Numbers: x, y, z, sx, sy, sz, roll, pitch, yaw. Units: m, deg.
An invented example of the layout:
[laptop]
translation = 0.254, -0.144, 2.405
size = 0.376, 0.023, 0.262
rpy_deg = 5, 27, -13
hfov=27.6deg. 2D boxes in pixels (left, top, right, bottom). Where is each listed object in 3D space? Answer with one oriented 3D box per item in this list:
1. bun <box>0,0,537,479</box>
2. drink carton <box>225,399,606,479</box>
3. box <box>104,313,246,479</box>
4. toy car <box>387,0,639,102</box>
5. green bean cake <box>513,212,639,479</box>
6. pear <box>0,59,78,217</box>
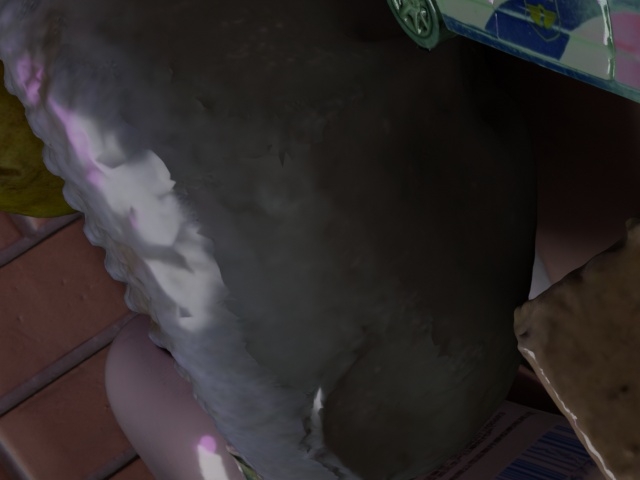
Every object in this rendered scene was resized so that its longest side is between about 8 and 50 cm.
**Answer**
[bun]
translation = -0.018, -0.050, 0.598
size = 0.354, 0.194, 0.354
rpy_deg = 59, 178, 4
[drink carton]
translation = 0.097, 0.205, 0.854
size = 0.324, 0.132, 0.194
rpy_deg = 7, 128, 57
[box]
translation = -0.043, 0.220, 1.142
size = 0.289, 0.141, 0.349
rpy_deg = 22, 146, 56
[toy car]
translation = 0.087, -0.092, 0.374
size = 0.224, 0.090, 0.076
rpy_deg = 37, 151, 55
[green bean cake]
translation = 0.154, 0.080, 0.486
size = 0.179, 0.085, 0.109
rpy_deg = 56, -170, 14
[pear]
translation = -0.249, -0.150, 1.091
size = 0.269, 0.269, 0.321
rpy_deg = 56, 180, -1
